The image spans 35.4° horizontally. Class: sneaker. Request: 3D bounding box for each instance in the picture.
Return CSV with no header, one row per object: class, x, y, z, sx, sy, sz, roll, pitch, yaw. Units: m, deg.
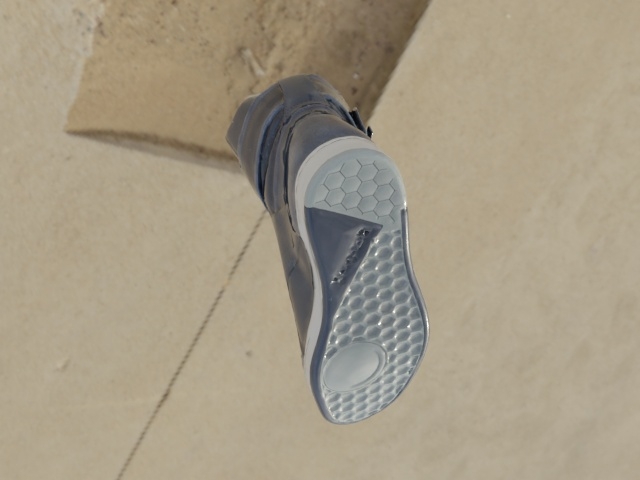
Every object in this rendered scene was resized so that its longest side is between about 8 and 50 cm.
sneaker,0.002,-0.001,0.671,0.086,0.163,0.226,-15,128,-16
